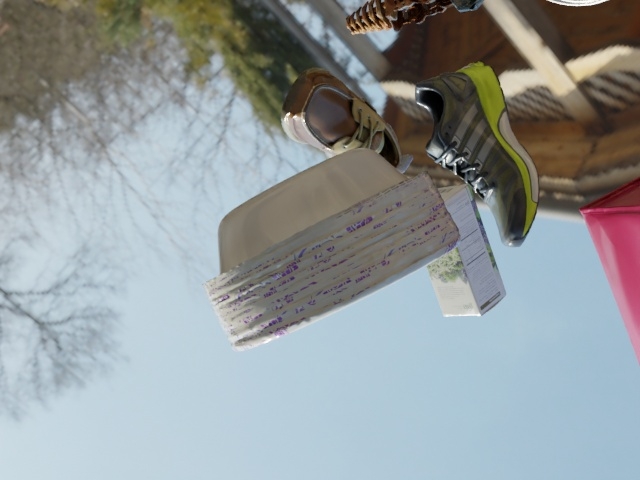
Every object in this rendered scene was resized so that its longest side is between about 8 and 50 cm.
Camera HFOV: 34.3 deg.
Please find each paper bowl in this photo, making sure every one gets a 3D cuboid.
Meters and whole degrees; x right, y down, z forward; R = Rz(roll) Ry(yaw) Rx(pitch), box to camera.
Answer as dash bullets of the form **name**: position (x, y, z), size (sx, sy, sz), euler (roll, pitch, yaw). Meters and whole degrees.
- **paper bowl**: position (0.000, 0.000, 1.151), size (0.284, 0.148, 0.284), euler (-27, -179, 0)

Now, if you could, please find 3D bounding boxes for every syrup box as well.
- **syrup box**: position (0.259, 0.022, 1.966), size (0.093, 0.237, 0.096), euler (-6, -159, 47)

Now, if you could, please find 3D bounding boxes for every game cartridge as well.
- **game cartridge**: position (0.120, -0.129, 1.847), size (0.083, 0.017, 0.056), euler (-10, -157, 31)

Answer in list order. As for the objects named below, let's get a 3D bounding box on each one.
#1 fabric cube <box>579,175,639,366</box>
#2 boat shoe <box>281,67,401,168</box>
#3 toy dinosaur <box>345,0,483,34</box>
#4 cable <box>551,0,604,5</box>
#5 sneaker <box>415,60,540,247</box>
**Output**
- **fabric cube**: position (0.543, 0.022, 1.345), size (0.259, 0.258, 0.254), euler (-26, -169, -18)
- **boat shoe**: position (0.049, -0.181, 1.655), size (0.119, 0.324, 0.123), euler (26, -88, 24)
- **toy dinosaur**: position (0.116, -0.327, 1.116), size (0.321, 0.164, 0.219), euler (-25, -113, 32)
- **cable**: position (0.455, -0.540, 1.872), size (0.257, 0.257, 0.089), euler (14, -118, 35)
- **sneaker**: position (0.218, -0.118, 1.481), size (0.111, 0.121, 0.300), euler (104, -28, -58)
